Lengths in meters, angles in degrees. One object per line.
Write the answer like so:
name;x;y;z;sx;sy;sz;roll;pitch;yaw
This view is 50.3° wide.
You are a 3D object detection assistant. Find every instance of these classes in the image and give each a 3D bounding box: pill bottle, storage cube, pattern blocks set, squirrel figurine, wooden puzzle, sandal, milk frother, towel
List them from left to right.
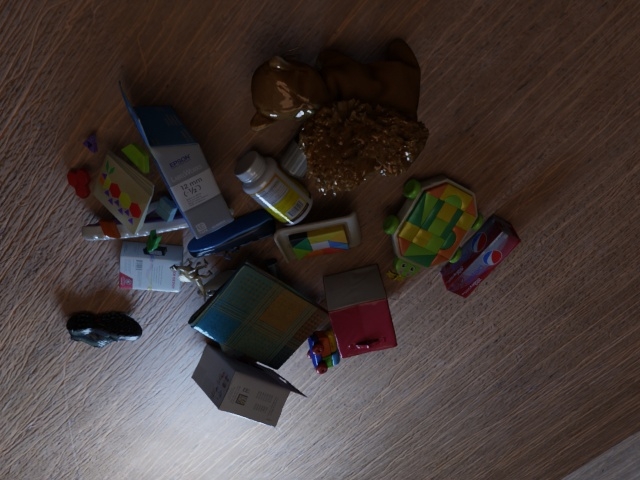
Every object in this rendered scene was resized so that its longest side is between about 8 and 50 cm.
pattern blocks set;-0.495;-0.123;1.708;0.325;0.026;0.285;49;126;10
sandal;-0.444;-0.072;1.841;0.417;0.169;0.102;-9;97;-2
towel;-0.180;0.234;2.064;0.271;0.040;0.370;-47;127;12
pill bottle;-0.127;-0.142;1.830;0.117;0.117;0.215;-35;125;19
milk frother;-0.016;-0.213;1.773;0.129;0.143;0.134;19;122;-31
wooden puzzle;0.000;0.000;1.953;0.239;0.044;0.221;-16;157;2
squirrel figurine;0.034;-0.295;1.553;0.371;0.396;0.281;9;132;-26
storage cube;0.119;0.215;2.100;0.184;0.215;0.193;-13;123;3

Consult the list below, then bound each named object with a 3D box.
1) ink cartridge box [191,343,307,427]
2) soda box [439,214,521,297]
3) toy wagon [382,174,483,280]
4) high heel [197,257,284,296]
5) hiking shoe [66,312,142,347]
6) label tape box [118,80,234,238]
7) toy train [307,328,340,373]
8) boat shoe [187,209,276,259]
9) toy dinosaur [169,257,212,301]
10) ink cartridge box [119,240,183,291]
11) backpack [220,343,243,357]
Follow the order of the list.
ink cartridge box;-0.230;0.470;2.178;0.272;0.309;0.130;26;86;-26
soda box;0.486;0.052;2.091;0.084;0.092;0.263;23;122;-25
toy wagon;0.311;-0.017;1.983;0.267;0.068;0.344;23;105;-27
high heel;-0.229;0.174;2.081;0.261;0.093;0.186;-18;123;-5
hiking shoe;-0.671;0.286;2.133;0.227;0.086;0.114;7;141;-7
label tape box;-0.350;-0.211;1.647;0.115;0.249;0.347;-26;129;-11
toy train;0.023;0.312;2.242;0.144;0.105;0.247;-19;123;-14
boat shoe;-0.248;0.004;1.940;0.259;0.109;0.089;-17;132;8
toy dinosaur;-0.362;0.099;1.971;0.093;0.053;0.183;-30;135;10
ink cartridge box;-0.491;0.077;1.983;0.175;0.072;0.127;5;127;-12
backpack;-0.275;0.279;2.152;0.152;0.115;0.182;-8;132;-5
